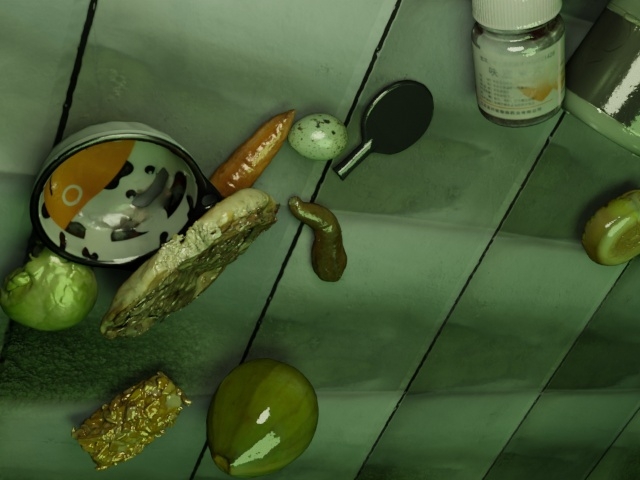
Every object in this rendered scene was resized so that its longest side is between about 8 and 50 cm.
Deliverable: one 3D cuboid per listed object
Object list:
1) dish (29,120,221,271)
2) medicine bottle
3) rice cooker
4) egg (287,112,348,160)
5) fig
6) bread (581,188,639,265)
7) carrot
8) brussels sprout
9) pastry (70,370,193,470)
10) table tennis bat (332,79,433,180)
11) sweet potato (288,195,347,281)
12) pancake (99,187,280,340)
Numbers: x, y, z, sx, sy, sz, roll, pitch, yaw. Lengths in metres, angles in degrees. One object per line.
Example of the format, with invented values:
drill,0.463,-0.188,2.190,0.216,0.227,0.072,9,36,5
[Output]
dish,-0.331,-0.091,1.346,0.303,0.120,0.303,-15,137,-15
medicine bottle,0.352,-0.351,1.477,0.165,0.165,0.273,-25,134,-9
rice cooker,0.621,-0.321,1.577,0.288,0.288,0.277,16,116,-36
egg,-0.005,-0.184,1.476,0.110,0.085,0.085,-9,130,-15
fig,-0.133,0.384,1.748,0.271,0.239,0.239,-44,155,-55
bread,0.719,-0.032,1.974,0.213,0.105,0.213,-17,133,-20
carrot,-0.112,-0.154,1.455,0.205,0.072,0.072,-47,133,12
brussels sprout,-0.456,0.077,1.421,0.145,0.131,0.183,39,104,-21
pastry,-0.378,0.372,1.712,0.250,0.102,0.154,-32,135,-2
table tennis bat,0.118,-0.203,1.568,0.236,0.027,0.150,-43,134,7
sweet potato,0.005,-0.004,1.647,0.081,0.062,0.233,-25,131,-6
pancake,-0.224,0.042,1.422,0.382,0.071,0.382,-40,175,-5
